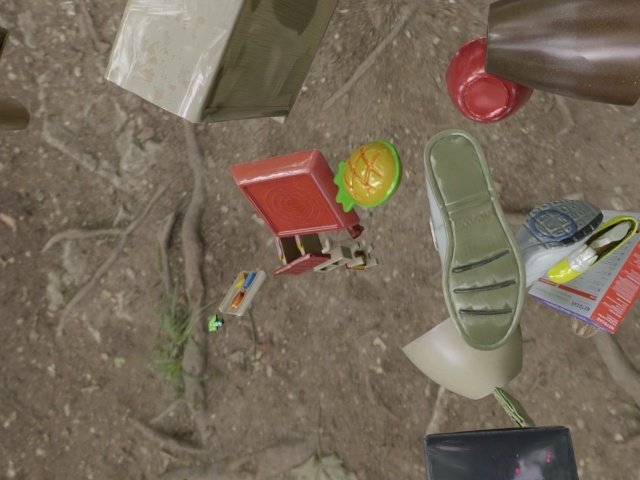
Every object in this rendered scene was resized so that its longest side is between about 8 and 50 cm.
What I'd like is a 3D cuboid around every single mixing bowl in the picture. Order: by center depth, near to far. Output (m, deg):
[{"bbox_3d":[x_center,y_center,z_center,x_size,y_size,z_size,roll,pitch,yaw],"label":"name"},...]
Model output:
[{"bbox_3d":[0.334,-0.303,1.179,0.181,0.098,0.182,11,130,14],"label":"mixing bowl"}]

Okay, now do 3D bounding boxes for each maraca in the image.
[{"bbox_3d":[0.087,-0.123,1.144,0.185,0.099,0.127,-20,69,50],"label":"maraca"}]

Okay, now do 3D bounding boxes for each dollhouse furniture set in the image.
[{"bbox_3d":[-0.196,-0.257,0.481,0.393,0.256,0.362,27,106,4],"label":"dollhouse furniture set"},{"bbox_3d":[0.000,0.000,1.860,0.152,0.374,0.202,-27,69,33],"label":"dollhouse furniture set"}]

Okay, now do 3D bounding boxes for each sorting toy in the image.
[{"bbox_3d":[-0.096,0.068,0.662,0.012,0.062,0.083,39,71,-25],"label":"sorting toy"}]

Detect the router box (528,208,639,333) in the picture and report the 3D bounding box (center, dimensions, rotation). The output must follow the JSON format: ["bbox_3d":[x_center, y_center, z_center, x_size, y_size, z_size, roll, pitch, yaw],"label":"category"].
[{"bbox_3d":[0.740,0.065,1.583,0.082,0.335,0.301,32,92,-8],"label":"router box"}]

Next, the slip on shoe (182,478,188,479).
[{"bbox_3d":[-0.175,0.430,0.967,0.135,0.041,0.051,11,145,14],"label":"slip on shoe"}]

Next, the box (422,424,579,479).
[{"bbox_3d":[0.216,0.357,0.673,0.165,0.143,0.271,-8,70,11],"label":"box"}]

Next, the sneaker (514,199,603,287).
[{"bbox_3d":[0.445,0.023,1.225,0.297,0.111,0.129,-33,144,11],"label":"sneaker"}]

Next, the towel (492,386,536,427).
[{"bbox_3d":[0.419,0.367,1.243,0.027,0.110,0.148,-40,136,8],"label":"towel"}]

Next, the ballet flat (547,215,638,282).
[{"bbox_3d":[0.615,0.015,1.329,0.230,0.077,0.077,-34,85,-2],"label":"ballet flat"}]

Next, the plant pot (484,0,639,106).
[{"bbox_3d":[0.384,-0.324,0.940,0.230,0.215,0.216,3,113,13],"label":"plant pot"}]

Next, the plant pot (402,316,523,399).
[{"bbox_3d":[0.363,0.257,1.388,0.284,0.284,0.191,-39,77,20],"label":"plant pot"}]

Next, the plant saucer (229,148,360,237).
[{"bbox_3d":[-0.067,-0.098,1.462,0.258,0.048,0.258,-6,137,29],"label":"plant saucer"}]

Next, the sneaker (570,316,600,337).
[{"bbox_3d":[0.920,0.184,1.926,0.099,0.153,0.283,31,127,32],"label":"sneaker"}]

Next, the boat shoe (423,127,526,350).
[{"bbox_3d":[0.213,-0.004,0.820,0.113,0.103,0.303,-9,94,13],"label":"boat shoe"}]
